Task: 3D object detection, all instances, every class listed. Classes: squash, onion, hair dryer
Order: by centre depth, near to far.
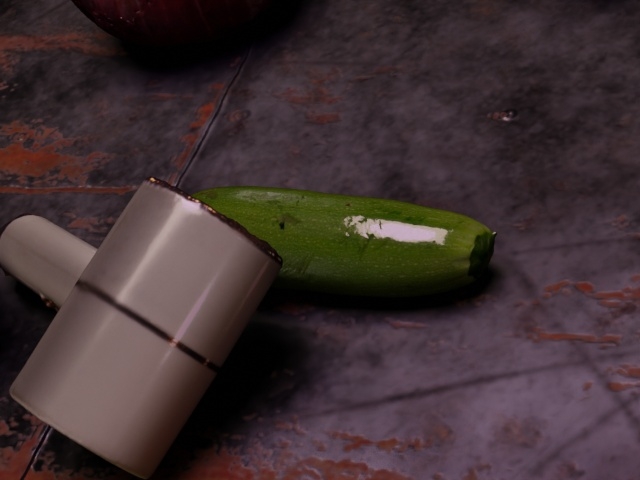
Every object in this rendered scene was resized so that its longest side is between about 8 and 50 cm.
[{"bbox_3d":[-0.002,0.001,1.426,0.293,0.082,0.082,6,49,29],"label":"squash"},{"bbox_3d":[-0.189,0.039,1.439,0.203,0.128,0.362,-59,33,-5],"label":"hair dryer"},{"bbox_3d":[-0.140,-0.307,1.708,0.252,0.219,0.252,-2,47,3],"label":"onion"}]
